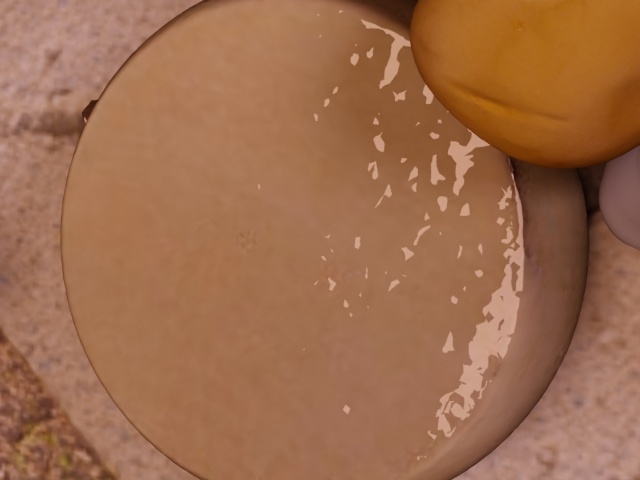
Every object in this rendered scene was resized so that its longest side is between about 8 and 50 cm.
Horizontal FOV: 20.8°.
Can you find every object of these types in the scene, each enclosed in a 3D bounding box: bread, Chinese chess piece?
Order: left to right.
[{"bbox_3d":[0.000,0.000,0.868,0.273,0.102,0.273,2,96,22],"label":"Chinese chess piece"},{"bbox_3d":[0.163,-0.151,0.678,0.305,0.142,0.091,-52,53,29],"label":"bread"}]

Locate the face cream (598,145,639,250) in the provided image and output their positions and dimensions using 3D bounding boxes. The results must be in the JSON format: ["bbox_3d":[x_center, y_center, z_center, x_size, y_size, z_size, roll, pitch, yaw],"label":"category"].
[{"bbox_3d":[0.223,-0.122,0.780,0.144,0.071,0.291,17,101,22],"label":"face cream"}]
